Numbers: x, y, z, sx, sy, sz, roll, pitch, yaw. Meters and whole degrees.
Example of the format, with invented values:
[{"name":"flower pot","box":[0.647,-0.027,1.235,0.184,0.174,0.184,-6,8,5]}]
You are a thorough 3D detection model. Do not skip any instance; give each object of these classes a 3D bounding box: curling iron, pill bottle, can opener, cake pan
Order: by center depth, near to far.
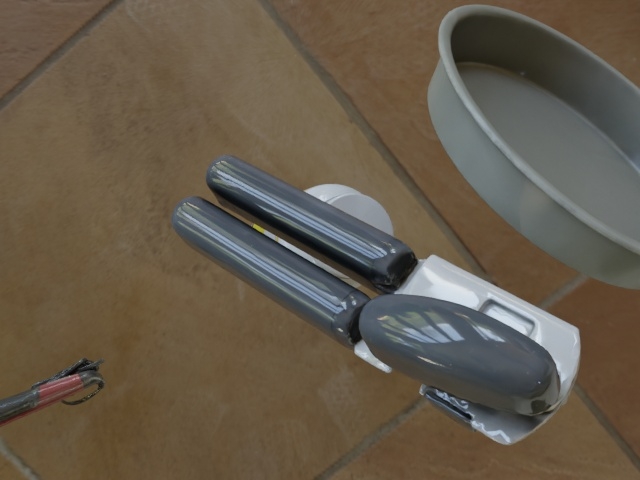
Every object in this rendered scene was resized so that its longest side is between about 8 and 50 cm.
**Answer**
[{"name":"can opener","box":[0.016,0.015,0.488,0.283,0.095,0.076,29,74,32]},{"name":"cake pan","box":[0.205,-0.075,0.683,0.293,0.293,0.054,31,127,-8]},{"name":"curling iron","box":[-0.315,0.171,0.747,0.274,0.068,0.035,-23,75,-29]},{"name":"pill bottle","box":[0.000,0.000,0.815,0.103,0.184,0.103,1,87,-20]}]
